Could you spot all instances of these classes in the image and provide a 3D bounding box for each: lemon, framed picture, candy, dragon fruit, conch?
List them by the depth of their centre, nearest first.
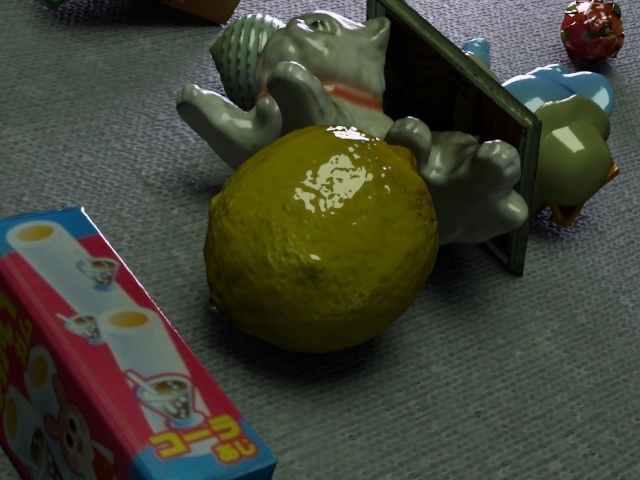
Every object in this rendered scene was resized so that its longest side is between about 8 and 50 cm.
[{"bbox_3d":[-0.164,0.126,1.144,0.100,0.157,0.306,-14,45,-35],"label":"candy"},{"bbox_3d":[0.000,0.000,1.334,0.231,0.192,0.192,-39,57,-11],"label":"lemon"},{"bbox_3d":[0.123,-0.115,1.531,0.016,0.216,0.273,-26,51,-23],"label":"framed picture"},{"bbox_3d":[-0.046,-0.176,1.636,0.153,0.102,0.135,39,9,7],"label":"conch"},{"bbox_3d":[0.344,-0.267,1.923,0.081,0.086,0.116,-19,24,16],"label":"dragon fruit"}]

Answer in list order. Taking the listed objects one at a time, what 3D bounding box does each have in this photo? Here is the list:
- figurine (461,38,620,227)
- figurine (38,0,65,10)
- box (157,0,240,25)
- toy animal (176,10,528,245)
[{"bbox_3d":[0.208,-0.131,1.634,0.180,0.154,0.262,-15,49,-20],"label":"figurine"},{"bbox_3d":[-0.323,-0.331,1.765,0.083,0.083,0.187,-7,36,-28],"label":"figurine"},{"bbox_3d":[-0.213,-0.342,1.754,0.237,0.070,0.152,17,29,-41],"label":"box"},{"bbox_3d":[0.068,-0.116,1.471,0.308,0.266,0.188,-14,29,41],"label":"toy animal"}]
